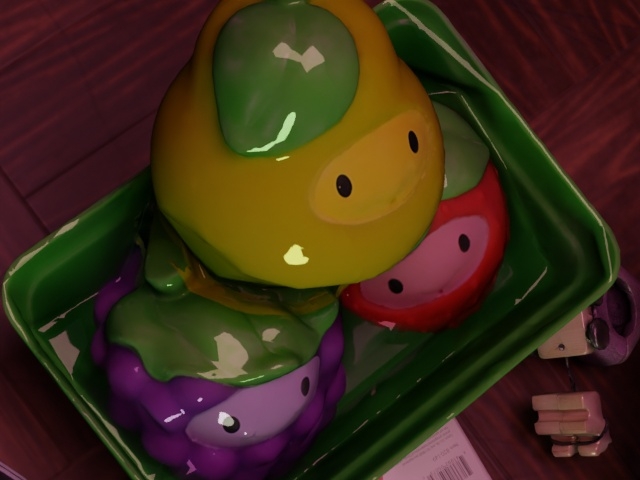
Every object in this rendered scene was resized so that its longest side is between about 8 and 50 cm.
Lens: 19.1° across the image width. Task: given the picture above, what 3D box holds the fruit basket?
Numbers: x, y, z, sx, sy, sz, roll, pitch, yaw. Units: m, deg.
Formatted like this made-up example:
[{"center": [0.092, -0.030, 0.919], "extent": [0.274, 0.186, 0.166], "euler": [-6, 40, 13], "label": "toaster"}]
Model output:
[{"center": [0.000, 0.000, 1.183], "extent": [0.392, 0.392, 0.283], "euler": [-37, 89, -23], "label": "fruit basket"}]

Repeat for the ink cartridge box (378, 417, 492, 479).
[{"center": [0.080, 0.224, 1.307], "extent": [0.115, 0.067, 0.198], "euler": [-28, 84, -22], "label": "ink cartridge box"}]

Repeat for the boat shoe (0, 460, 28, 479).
[{"center": [-0.171, 0.240, 1.200], "extent": [0.108, 0.102, 0.301], "euler": [-38, 90, -23], "label": "boat shoe"}]

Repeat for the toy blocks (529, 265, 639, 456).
[{"center": [0.353, 0.135, 1.370], "extent": [0.260, 0.309, 0.289], "euler": [-7, 89, -53], "label": "toy blocks"}]
